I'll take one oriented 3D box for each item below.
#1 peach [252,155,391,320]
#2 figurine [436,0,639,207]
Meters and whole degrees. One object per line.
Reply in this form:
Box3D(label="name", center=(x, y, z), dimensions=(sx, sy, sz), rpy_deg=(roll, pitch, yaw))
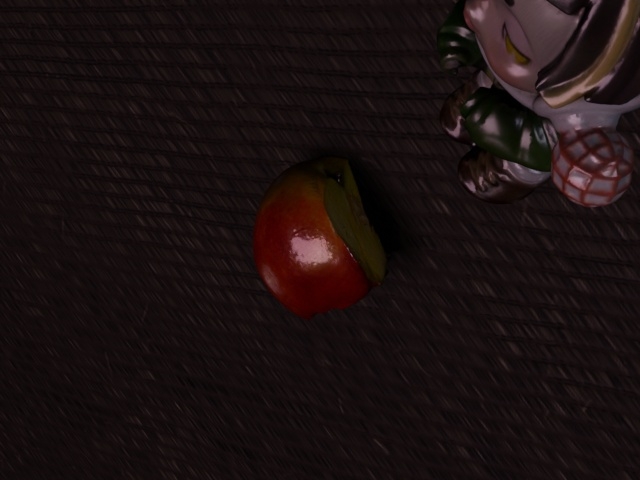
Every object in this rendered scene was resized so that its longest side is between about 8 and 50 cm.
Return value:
Box3D(label="peach", center=(-0.008, -0.002, 1.649), dimensions=(0.118, 0.151, 0.151), rpy_deg=(-22, 108, 10))
Box3D(label="figurine", center=(0.168, -0.146, 1.250), dimensions=(0.370, 0.167, 0.281), rpy_deg=(115, 143, -63))
